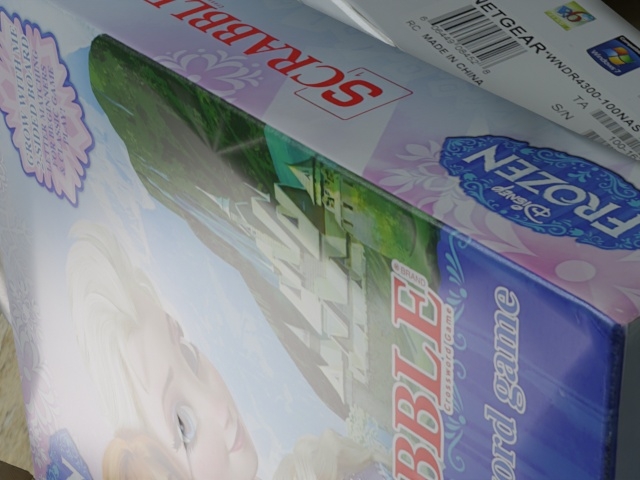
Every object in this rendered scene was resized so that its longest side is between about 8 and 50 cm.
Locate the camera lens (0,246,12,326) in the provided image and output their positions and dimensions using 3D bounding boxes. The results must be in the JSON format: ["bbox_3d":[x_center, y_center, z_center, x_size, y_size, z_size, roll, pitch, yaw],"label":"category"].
[{"bbox_3d":[-0.126,-0.041,1.109,0.219,0.219,0.274,-61,26,5],"label":"camera lens"}]

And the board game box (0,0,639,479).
[{"bbox_3d":[-0.002,0.082,0.585,0.318,0.066,0.319,31,134,44],"label":"board game box"}]

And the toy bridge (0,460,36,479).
[{"bbox_3d":[-0.175,0.189,1.164,0.188,0.063,0.026,17,81,62],"label":"toy bridge"}]

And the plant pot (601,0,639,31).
[{"bbox_3d":[0.106,-0.255,0.835,0.323,0.323,0.280,-57,10,13],"label":"plant pot"}]

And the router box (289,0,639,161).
[{"bbox_3d":[0.000,0.000,0.675,0.335,0.082,0.301,46,143,30],"label":"router box"}]
